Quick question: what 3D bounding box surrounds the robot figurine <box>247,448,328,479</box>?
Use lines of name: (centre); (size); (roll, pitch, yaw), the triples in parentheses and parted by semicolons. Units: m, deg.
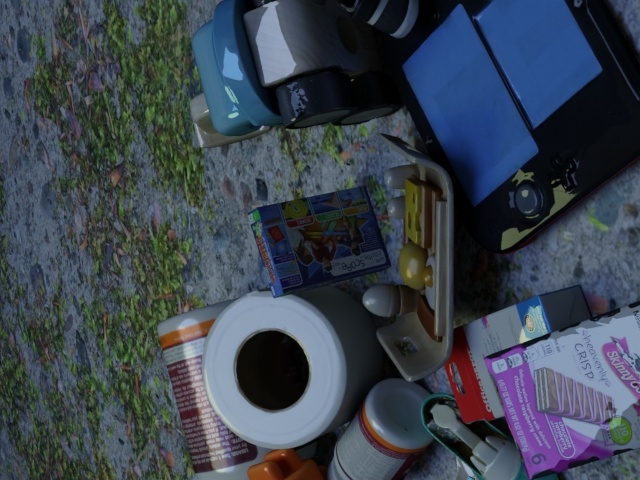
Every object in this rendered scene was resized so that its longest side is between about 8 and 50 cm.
robot figurine: (-0.030, 0.443, 1.862); (0.128, 0.158, 0.219); (-32, 92, 11)

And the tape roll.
tape roll: (-0.042, 0.193, 1.810); (0.246, 0.169, 0.246); (1, 93, 23)

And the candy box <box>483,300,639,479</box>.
candy box: (0.329, 0.170, 1.346); (0.233, 0.071, 0.159); (-25, 79, 26)

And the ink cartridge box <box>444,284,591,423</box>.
ink cartridge box: (0.263, 0.156, 1.523); (0.231, 0.078, 0.134); (-31, 75, 55)

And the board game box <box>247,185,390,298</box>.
board game box: (0.000, 0.000, 1.748); (0.035, 0.201, 0.136); (-29, 76, 56)

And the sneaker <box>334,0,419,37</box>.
sneaker: (0.063, -0.373, 1.541); (0.079, 0.121, 0.216); (-50, 33, 40)

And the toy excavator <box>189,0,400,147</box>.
toy excavator: (-0.099, -0.246, 1.762); (0.445, 0.433, 0.222); (-15, 88, 29)

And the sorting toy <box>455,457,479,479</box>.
sorting toy: (0.225, 0.337, 1.678); (0.083, 0.045, 0.075); (-38, 62, 54)

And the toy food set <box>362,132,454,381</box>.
toy food set: (0.113, 0.015, 1.598); (0.220, 0.092, 0.306); (-124, 32, -75)

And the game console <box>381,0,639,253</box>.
game console: (0.236, -0.208, 1.459); (0.342, 0.060, 0.386); (-47, 63, 52)

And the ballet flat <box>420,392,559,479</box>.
ballet flat: (0.222, 0.289, 1.607); (0.247, 0.087, 0.083); (34, 94, 47)

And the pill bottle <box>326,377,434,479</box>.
pill bottle: (0.092, 0.320, 1.792); (0.121, 0.121, 0.221); (57, 143, 27)

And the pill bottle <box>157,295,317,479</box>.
pill bottle: (-0.134, 0.304, 2.033); (0.224, 0.224, 0.392); (-22, 82, 56)
